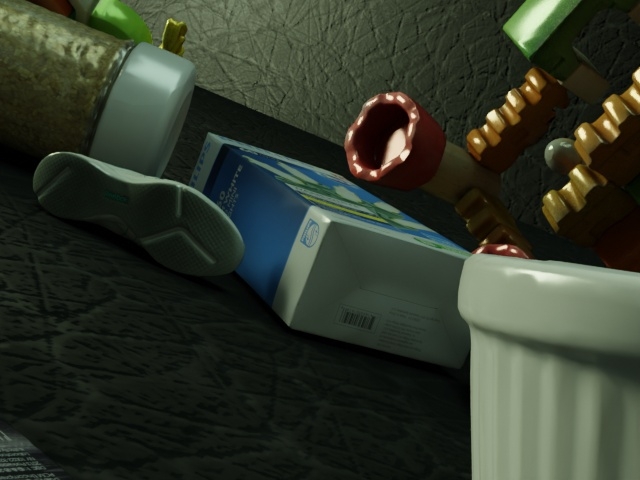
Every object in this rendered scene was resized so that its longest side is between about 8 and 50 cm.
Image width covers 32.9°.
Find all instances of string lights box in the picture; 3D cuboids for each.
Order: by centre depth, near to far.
[{"bbox_3d":[0.000,0.000,0.789,0.133,0.077,0.260,16,10,-27],"label":"string lights box"}]

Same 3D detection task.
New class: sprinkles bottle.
[{"bbox_3d":[-0.281,-0.146,0.846,0.355,0.121,0.121,21,9,-4],"label":"sprinkles bottle"}]

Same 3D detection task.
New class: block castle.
[{"bbox_3d":[0.238,-0.135,0.850,0.213,0.453,0.303,23,28,-41],"label":"block castle"}]

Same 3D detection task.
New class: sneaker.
[{"bbox_3d":[-0.112,-0.021,0.719,0.152,0.053,0.061,24,6,16],"label":"sneaker"}]

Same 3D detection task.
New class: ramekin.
[{"bbox_3d":[0.176,0.084,0.379,0.273,0.127,0.273,9,0,0],"label":"ramekin"}]

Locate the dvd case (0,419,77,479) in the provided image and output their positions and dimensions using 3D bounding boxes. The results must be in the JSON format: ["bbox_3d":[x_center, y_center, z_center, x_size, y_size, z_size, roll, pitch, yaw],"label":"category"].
[{"bbox_3d":[-0.069,0.097,0.220,0.221,0.018,0.164,27,9,34],"label":"dvd case"}]

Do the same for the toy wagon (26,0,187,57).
[{"bbox_3d":[-0.284,-0.210,0.925,0.344,0.068,0.267,22,-35,-4],"label":"toy wagon"}]
